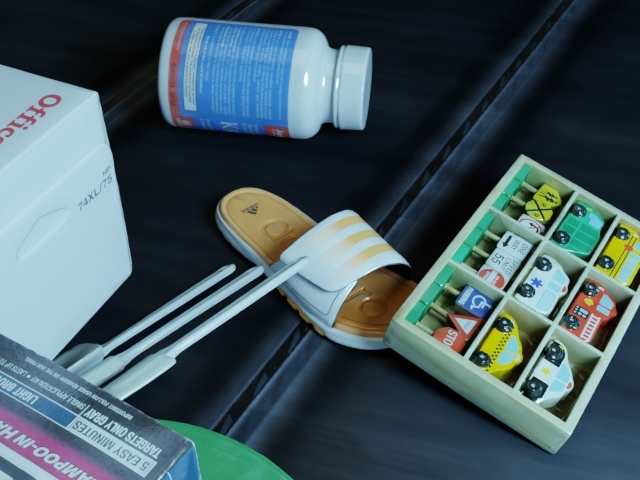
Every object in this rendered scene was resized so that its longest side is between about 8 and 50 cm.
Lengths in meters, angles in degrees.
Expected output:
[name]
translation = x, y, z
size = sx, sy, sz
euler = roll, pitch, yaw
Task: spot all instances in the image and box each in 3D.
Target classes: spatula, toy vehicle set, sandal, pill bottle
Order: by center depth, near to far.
[spatula]
translation = -0.134, 0.073, 0.790
size = 0.242, 0.019, 0.168
euler = -35, 16, -33
[toy vehicle set]
translation = 0.191, 0.043, 0.837
size = 0.166, 0.035, 0.267
euler = 32, 50, 13
[sandal]
translation = -0.008, 0.005, 0.875
size = 0.102, 0.076, 0.265
euler = -34, 52, -32
[pill bottle]
translation = -0.058, -0.177, 1.043
size = 0.221, 0.124, 0.124
euler = 6, 42, 7

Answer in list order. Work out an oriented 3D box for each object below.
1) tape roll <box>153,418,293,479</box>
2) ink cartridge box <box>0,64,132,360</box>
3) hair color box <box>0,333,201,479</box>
[tape roll]
translation = -0.136, 0.262, 0.589
size = 0.321, 0.077, 0.321
euler = 0, 42, 0
[ink cartridge box]
translation = -0.327, -0.024, 0.762
size = 0.270, 0.197, 0.198
euler = 18, 45, 20
[hair color box]
translation = -0.233, 0.219, 0.502
size = 0.174, 0.105, 0.347
euler = 22, 47, 23
